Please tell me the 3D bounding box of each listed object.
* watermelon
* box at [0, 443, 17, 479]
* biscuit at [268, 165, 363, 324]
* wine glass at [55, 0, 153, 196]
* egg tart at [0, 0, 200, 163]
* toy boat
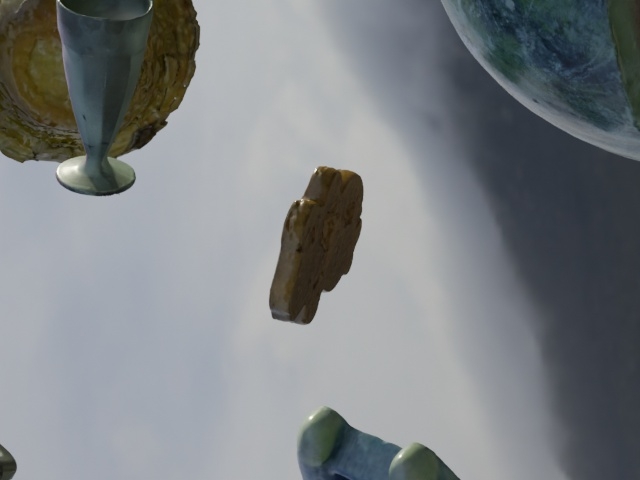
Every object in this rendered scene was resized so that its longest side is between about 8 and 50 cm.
[{"bbox_3d":[0.264,-0.238,1.495,0.258,0.228,0.387,-53,-48,-11],"label":"watermelon"},{"bbox_3d":[-0.433,0.200,1.652,0.130,0.227,0.162,-56,-21,6],"label":"box"},{"bbox_3d":[-0.003,-0.001,1.815,0.249,0.035,0.184,-39,-38,-65],"label":"biscuit"},{"bbox_3d":[-0.171,-0.114,1.258,0.073,0.073,0.155,-76,-5,-62],"label":"wine glass"},{"bbox_3d":[-0.276,-0.211,1.826,0.116,0.295,0.294,-122,23,-69],"label":"egg tart"},{"bbox_3d":[0.071,0.324,1.933,0.123,0.215,0.330,-62,-25,-22],"label":"toy boat"}]
